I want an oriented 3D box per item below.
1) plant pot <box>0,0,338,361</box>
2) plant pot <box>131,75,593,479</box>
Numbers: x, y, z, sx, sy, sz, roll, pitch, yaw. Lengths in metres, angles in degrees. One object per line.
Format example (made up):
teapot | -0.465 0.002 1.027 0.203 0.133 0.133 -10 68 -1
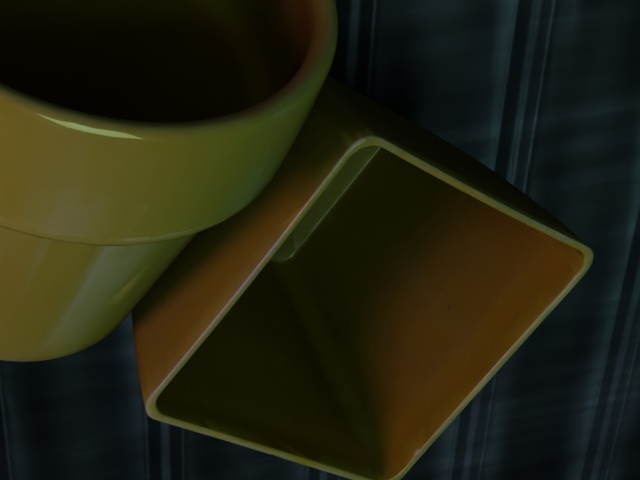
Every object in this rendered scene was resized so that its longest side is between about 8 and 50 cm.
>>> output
plant pot | -0.148 -0.067 0.779 0.254 0.254 0.239 3 138 -25
plant pot | 0.000 0.000 0.920 0.212 0.187 0.212 24 112 -39
